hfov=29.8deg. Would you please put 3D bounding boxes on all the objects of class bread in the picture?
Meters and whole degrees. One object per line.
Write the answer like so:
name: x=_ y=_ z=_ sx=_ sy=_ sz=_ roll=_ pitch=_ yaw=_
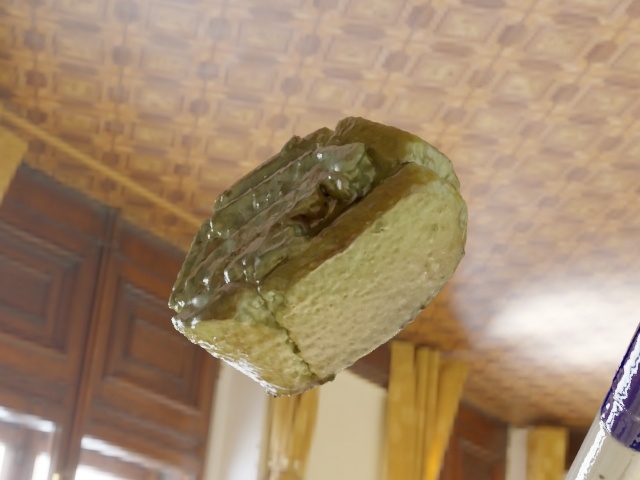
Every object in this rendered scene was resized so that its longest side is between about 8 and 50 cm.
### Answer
bread: x=0.000 y=0.000 z=0.955 sx=0.257 sy=0.186 sz=0.124 roll=-36 pitch=129 yaw=27

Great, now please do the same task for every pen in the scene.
pen: x=0.103 y=0.119 z=0.480 sx=0.033 sy=0.033 sz=0.269 roll=8 pitch=131 yaw=-5
